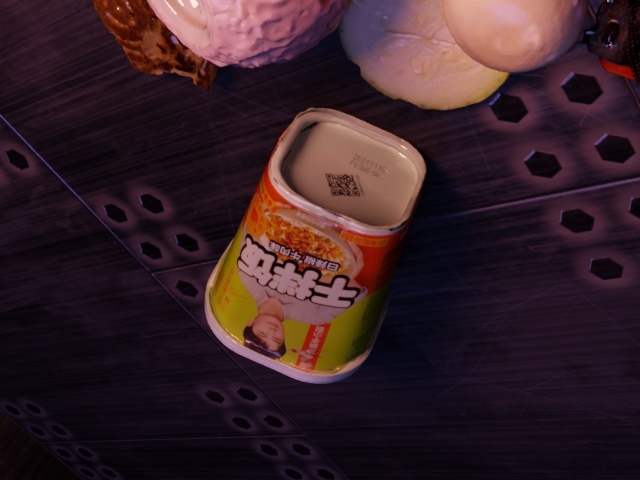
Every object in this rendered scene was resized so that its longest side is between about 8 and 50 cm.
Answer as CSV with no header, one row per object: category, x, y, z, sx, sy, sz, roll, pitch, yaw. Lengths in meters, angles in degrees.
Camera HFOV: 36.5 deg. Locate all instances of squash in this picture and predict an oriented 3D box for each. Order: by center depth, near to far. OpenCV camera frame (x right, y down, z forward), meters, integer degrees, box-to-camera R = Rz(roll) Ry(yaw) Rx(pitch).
squash,0.134,-0.249,1.157,0.219,0.041,0.219,12,141,10

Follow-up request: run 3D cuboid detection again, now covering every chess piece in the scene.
chess piece,0.195,-0.273,0.866,0.167,0.299,0.167,16,141,13

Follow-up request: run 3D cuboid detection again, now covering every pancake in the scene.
pancake,-0.192,-0.297,1.275,0.212,0.056,0.257,49,146,-17

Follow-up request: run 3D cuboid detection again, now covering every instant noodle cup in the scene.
instant noodle cup,0.000,0.000,1.367,0.294,0.294,0.308,24,137,3

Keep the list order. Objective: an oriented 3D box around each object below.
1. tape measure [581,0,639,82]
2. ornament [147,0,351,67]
tape measure,0.383,-0.213,0.863,0.260,0.253,0.114,22,140,7
ornament,-0.073,-0.319,1.027,0.259,0.225,0.259,44,159,22
